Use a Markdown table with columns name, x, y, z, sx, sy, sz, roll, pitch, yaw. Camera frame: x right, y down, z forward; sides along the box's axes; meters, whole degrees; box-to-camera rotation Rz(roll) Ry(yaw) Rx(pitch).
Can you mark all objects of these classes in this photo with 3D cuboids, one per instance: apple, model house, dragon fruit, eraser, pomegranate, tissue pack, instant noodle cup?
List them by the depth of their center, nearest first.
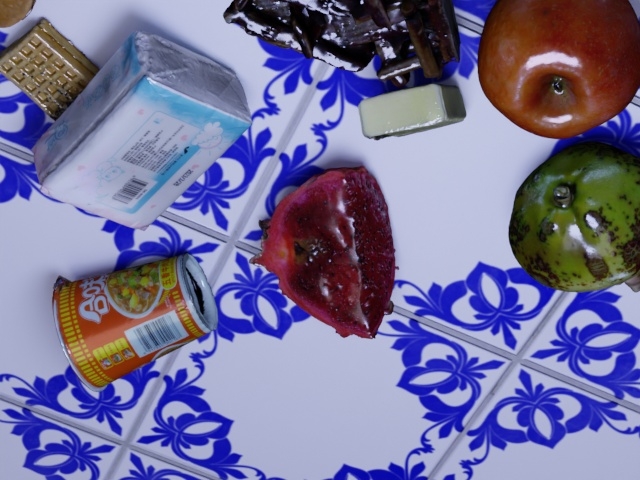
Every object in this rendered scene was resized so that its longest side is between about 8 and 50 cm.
| name | x | y | z | sx | sy | sz | roll | pitch | yaw |
| --- | --- | --- | --- | --- | --- | --- | --- | --- | --- |
| model house | 0.020 | -0.301 | 1.833 | 0.283 | 0.317 | 0.297 | -10 | 112 | 9 |
| apple | 0.314 | -0.242 | 1.888 | 0.218 | 0.201 | 0.218 | 6 | 134 | 6 |
| eraser | 0.127 | -0.177 | 1.974 | 0.117 | 0.172 | 0.058 | -13 | 91 | 16 |
| tissue pack | -0.253 | -0.151 | 2.043 | 0.201 | 0.124 | 0.271 | 23 | 128 | -36 |
| pomegranate | 0.389 | -0.001 | 2.047 | 0.222 | 0.204 | 0.276 | -1 | 126 | 31 |
| dragon fruit | 0.000 | 0.000 | 2.160 | 0.212 | 0.134 | 0.262 | 1 | 112 | 20 |
| instant noodle cup | -0.281 | 0.111 | 2.245 | 0.212 | 0.193 | 0.193 | -21 | 122 | 11 |

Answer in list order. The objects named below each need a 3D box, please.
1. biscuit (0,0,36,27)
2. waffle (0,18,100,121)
| name | x | y | z | sx | sy | sz | roll | pitch | yaw |
| --- | --- | --- | --- | --- | --- | --- | --- | --- | --- |
| biscuit | -0.453 | -0.441 | 1.927 | 0.216 | 0.047 | 0.339 | 0 | 129 | 10 |
| waffle | -0.380 | -0.236 | 2.071 | 0.102 | 0.042 | 0.148 | -33 | 117 | 27 |
